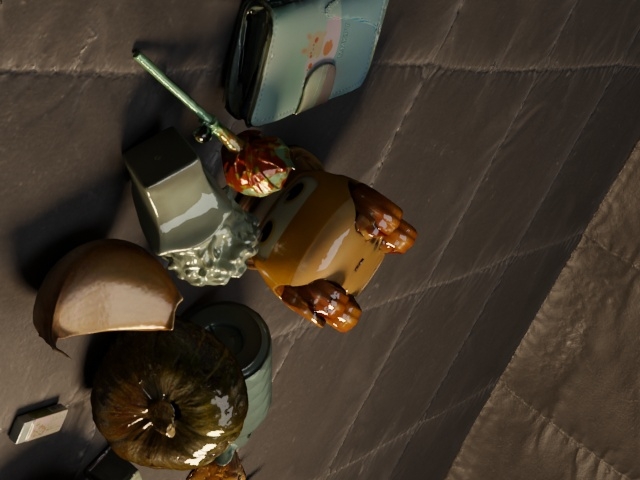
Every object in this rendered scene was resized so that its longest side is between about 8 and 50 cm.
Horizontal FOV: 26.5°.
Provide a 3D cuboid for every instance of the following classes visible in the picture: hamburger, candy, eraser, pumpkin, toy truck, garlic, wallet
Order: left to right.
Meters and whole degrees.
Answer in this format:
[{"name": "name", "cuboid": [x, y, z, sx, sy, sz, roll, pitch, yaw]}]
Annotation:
[{"name": "eraser", "cuboid": [-0.367, 0.239, 1.768, 0.083, 0.019, 0.038, -13, 135, -59]}, {"name": "garlic", "cuboid": [-0.274, 0.068, 1.605, 0.115, 0.128, 0.206, -17, 179, 42]}, {"name": "pumpkin", "cuboid": [-0.203, 0.217, 1.816, 0.162, 0.219, 0.219, -82, -164, -65]}, {"name": "candy", "cuboid": [-0.126, -0.140, 1.590, 0.084, 0.078, 0.287, -20, 143, 22]}, {"name": "hamburger", "cuboid": [-0.180, 0.436, 2.334, 0.176, 0.102, 0.087, -57, 146, 5]}, {"name": "wallet", "cuboid": [-0.016, -0.249, 1.719, 0.250, 0.075, 0.176, -27, 142, -48]}, {"name": "toy truck", "cuboid": [0.000, 0.000, 1.930, 0.204, 0.211, 0.288, -56, 162, 0]}]

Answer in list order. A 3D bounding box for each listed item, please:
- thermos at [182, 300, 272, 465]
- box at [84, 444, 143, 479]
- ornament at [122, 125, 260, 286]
[{"name": "thermos", "cuboid": [-0.142, 0.207, 2.049, 0.286, 0.144, 0.182, 92, 5, -57]}, {"name": "box", "cuboid": [-0.301, 0.353, 2.012, 0.060, 0.063, 0.085, -45, 155, -22]}, {"name": "ornament", "cuboid": [-0.163, -0.026, 1.679, 0.130, 0.120, 0.285, -35, 156, 2]}]
